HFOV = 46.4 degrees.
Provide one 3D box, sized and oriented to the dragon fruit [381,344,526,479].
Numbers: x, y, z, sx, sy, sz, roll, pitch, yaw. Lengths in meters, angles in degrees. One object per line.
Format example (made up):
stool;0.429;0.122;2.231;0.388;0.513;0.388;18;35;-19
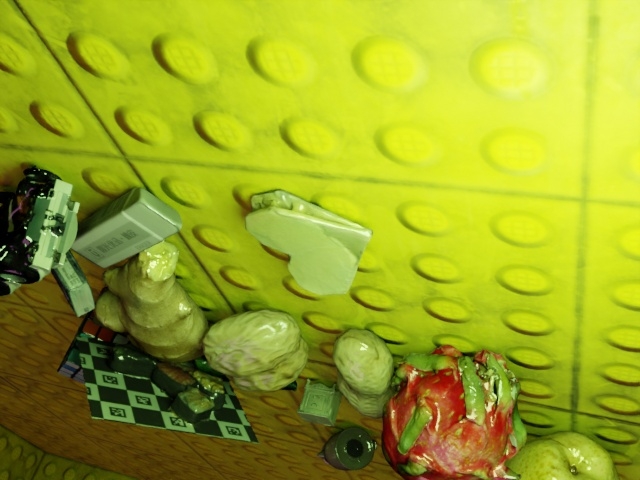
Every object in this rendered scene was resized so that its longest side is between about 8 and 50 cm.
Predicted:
dragon fruit;0.231;0.313;1.319;0.231;0.237;0.303;10;129;-11

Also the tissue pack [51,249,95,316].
tissue pack;-0.489;0.056;1.427;0.156;0.051;0.112;52;156;23

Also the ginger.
ginger;-0.332;0.112;1.461;0.236;0.166;0.376;21;138;29

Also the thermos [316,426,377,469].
thermos;0.074;0.551;1.957;0.137;0.105;0.193;-5;162;-20

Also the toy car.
toy car;-0.518;-0.006;1.291;0.118;0.193;0.301;21;155;-32

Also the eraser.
eraser;-0.344;-0.018;1.281;0.089;0.061;0.351;36;147;-26

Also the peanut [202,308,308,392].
peanut;-0.120;0.220;1.470;0.196;0.110;0.233;-16;147;7

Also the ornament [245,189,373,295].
ornament;0.000;0.000;1.104;0.180;0.059;0.201;-10;137;38

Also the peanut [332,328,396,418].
peanut;0.085;0.251;1.428;0.125;0.111;0.275;23;152;27

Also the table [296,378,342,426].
table;0.000;0.366;1.691;0.079;0.083;0.062;5;148;25

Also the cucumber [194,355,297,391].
cucumber;-0.160;0.292;1.653;0.284;0.056;0.056;22;155;-37

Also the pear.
pear;0.463;0.497;1.455;0.271;0.271;0.271;15;151;9

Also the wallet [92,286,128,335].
wallet;-0.446;0.165;1.662;0.117;0.039;0.153;21;141;-11

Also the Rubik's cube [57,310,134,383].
Rubik's cube;-0.514;0.266;1.776;0.155;0.151;0.154;28;151;-15

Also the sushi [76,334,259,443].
sushi;-0.323;0.289;1.594;0.359;0.064;0.343;17;-167;-27
